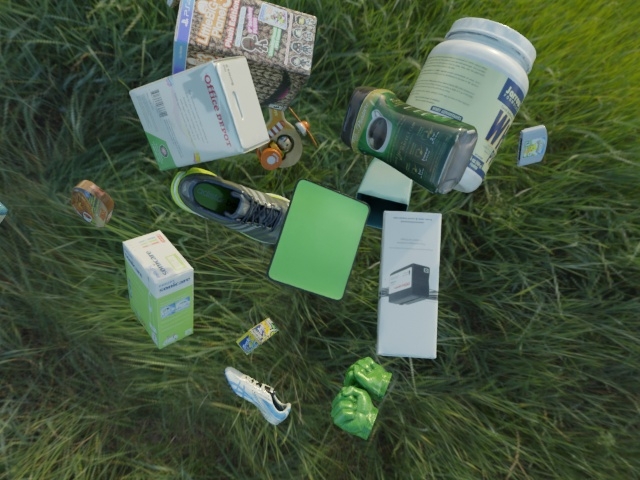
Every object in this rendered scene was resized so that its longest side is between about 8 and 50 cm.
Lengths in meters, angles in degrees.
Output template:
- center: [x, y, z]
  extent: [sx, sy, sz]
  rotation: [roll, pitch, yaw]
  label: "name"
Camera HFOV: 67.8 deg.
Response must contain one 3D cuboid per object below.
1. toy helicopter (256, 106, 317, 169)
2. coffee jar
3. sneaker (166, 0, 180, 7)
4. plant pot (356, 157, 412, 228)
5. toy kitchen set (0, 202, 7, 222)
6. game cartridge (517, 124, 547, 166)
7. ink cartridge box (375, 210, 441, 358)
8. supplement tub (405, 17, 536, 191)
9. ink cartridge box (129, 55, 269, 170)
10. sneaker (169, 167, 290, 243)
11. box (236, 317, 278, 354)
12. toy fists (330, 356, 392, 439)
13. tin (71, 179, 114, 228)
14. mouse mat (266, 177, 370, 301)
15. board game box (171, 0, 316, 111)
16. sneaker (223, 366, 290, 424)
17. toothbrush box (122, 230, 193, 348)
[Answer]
- center: [-0.148, -0.456, 1.838]
  extent: [0.235, 0.140, 0.355]
  rotation: [-13, 117, -9]
  label: "toy helicopter"
- center: [0.114, -0.144, 0.656]
  extent: [0.184, 0.079, 0.096]
  rotation: [35, 125, 30]
  label: "coffee jar"
- center: [-0.215, -0.398, 0.673]
  extent: [0.067, 0.118, 0.042]
  rotation: [28, 43, -13]
  label: "sneaker"
- center: [0.226, -0.179, 1.589]
  extent: [0.165, 0.165, 0.234]
  rotation: [15, 59, 10]
  label: "plant pot"
- center: [-0.497, -0.134, 0.610]
  extent: [0.207, 0.122, 0.166]
  rotation: [41, 100, 4]
  label: "toy kitchen set"
- center: [0.438, -0.195, 0.984]
  extent: [0.056, 0.017, 0.083]
  rotation: [-16, 130, -4]
  label: "game cartridge"
- center: [0.200, 0.102, 1.102]
  extent: [0.129, 0.223, 0.307]
  rotation: [3, 84, 7]
  label: "ink cartridge box"
- center: [0.316, -0.298, 1.080]
  extent: [0.235, 0.235, 0.325]
  rotation: [25, 96, -4]
  label: "supplement tub"
- center: [-0.216, -0.224, 0.855]
  extent: [0.212, 0.093, 0.154]
  rotation: [-4, 112, 33]
  label: "ink cartridge box"
- center: [-0.149, -0.056, 0.954]
  extent: [0.300, 0.121, 0.111]
  rotation: [16, 95, -22]
  label: "sneaker"
- center: [-0.192, 0.294, 1.470]
  extent: [0.059, 0.169, 0.054]
  rotation: [-42, 83, 13]
  label: "box"
- center: [0.129, 0.492, 1.529]
  extent: [0.142, 0.096, 0.279]
  rotation: [23, 41, 11]
  label: "toy fists"
- center: [-0.612, -0.095, 1.281]
  extent: [0.106, 0.189, 0.040]
  rotation: [41, 55, -9]
  label: "tin"
- center: [0.000, 0.000, 0.840]
  extent: [0.152, 0.007, 0.190]
  rotation: [20, 82, -20]
  label: "mouse mat"
- center: [-0.185, -0.435, 1.105]
  extent: [0.291, 0.232, 0.141]
  rotation: [9, 82, -17]
  label: "board game box"
- center: [-0.190, 0.453, 1.431]
  extent: [0.237, 0.085, 0.086]
  rotation: [42, 94, -7]
  label: "sneaker"
- center: [-0.485, 0.149, 1.434]
  extent: [0.122, 0.283, 0.206]
  rotation: [-24, 50, -35]
  label: "toothbrush box"
